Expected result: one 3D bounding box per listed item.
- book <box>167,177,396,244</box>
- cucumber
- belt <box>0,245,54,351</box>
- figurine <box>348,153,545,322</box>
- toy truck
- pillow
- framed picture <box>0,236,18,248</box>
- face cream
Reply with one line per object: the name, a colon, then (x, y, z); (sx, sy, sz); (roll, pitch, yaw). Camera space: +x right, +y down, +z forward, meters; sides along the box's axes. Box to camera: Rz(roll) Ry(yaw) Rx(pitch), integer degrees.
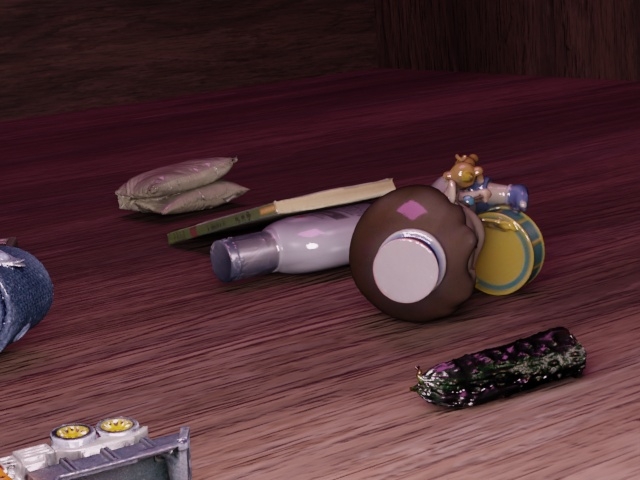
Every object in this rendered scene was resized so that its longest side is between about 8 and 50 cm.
book: (-0.058, -0.039, 1.926); (0.201, 0.026, 0.289); (-11, 0, -35)
cucumber: (0.161, 0.114, 1.248); (0.182, 0.053, 0.053); (-12, 14, -23)
belt: (-0.396, 0.073, 1.464); (0.218, 0.122, 0.128); (-7, 12, 19)
figurine: (0.126, 0.010, 1.519); (0.158, 0.161, 0.275); (41, 35, 19)
toy truck: (-0.176, 0.181, 0.968); (0.192, 0.083, 0.092); (-11, 19, -31)
pillow: (-0.224, -0.081, 2.227); (0.181, 0.077, 0.134); (-19, 16, -40)
framed picture: (-0.581, 0.041, 1.914); (0.324, 0.020, 0.240); (-6, 12, -6)
face cream: (0.000, 0.000, 1.771); (0.291, 0.071, 0.144); (-12, 9, -35)
